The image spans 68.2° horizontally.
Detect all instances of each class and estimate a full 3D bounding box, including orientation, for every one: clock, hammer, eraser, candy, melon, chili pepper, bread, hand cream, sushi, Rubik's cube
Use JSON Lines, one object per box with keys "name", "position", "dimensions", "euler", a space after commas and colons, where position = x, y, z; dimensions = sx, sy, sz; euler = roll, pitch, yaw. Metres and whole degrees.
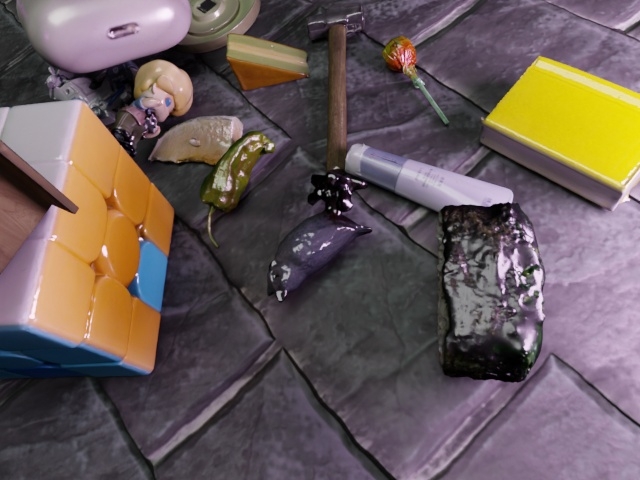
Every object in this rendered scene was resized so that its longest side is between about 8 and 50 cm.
{"name": "clock", "position": [-0.246, -0.505, 1.036], "dimensions": [0.234, 0.029, 0.235], "euler": [-6, 63, 11]}
{"name": "hammer", "position": [0.027, -0.277, 0.849], "dimensions": [0.111, 0.043, 0.366], "euler": [-4, 64, 11]}
{"name": "eraser", "position": [0.371, -0.161, 0.688], "dimensions": [0.226, 0.069, 0.158], "euler": [38, 76, 26]}
{"name": "candy", "position": [0.168, -0.273, 0.811], "dimensions": [0.060, 0.060, 0.201], "euler": [-26, 68, 0]}
{"name": "melon", "position": [-0.233, -0.182, 0.870], "dimensions": [0.182, 0.054, 0.098], "euler": [7, 81, 17]}
{"name": "chili pepper", "position": [-0.154, -0.099, 0.784], "dimensions": [0.073, 0.072, 0.204], "euler": [24, 71, 21]}
{"name": "bread", "position": [-0.097, -0.347, 0.889], "dimensions": [0.139, 0.084, 0.074], "euler": [-7, 61, 10]}
{"name": "hand cream", "position": [0.158, -0.087, 0.718], "dimensions": [0.255, 0.048, 0.080], "euler": [25, 77, 20]}
{"name": "sushi", "position": [0.207, 0.058, 0.587], "dimensions": [0.126, 0.124, 0.225], "euler": [1, 64, 14]}
{"name": "Rubik's cube", "position": [-0.402, 0.022, 0.648], "dimensions": [0.289, 0.292, 0.292], "euler": [-4, 65, 5]}

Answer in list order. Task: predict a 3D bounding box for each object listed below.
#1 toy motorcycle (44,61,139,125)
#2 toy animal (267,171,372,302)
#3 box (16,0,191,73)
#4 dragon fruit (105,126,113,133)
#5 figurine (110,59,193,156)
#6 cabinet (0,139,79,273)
{"name": "toy motorcycle", "position": [-0.455, -0.302, 0.953], "dimensions": [0.220, 0.102, 0.150], "euler": [-17, 82, 8]}
{"name": "toy animal", "position": [0.000, 0.004, 0.706], "dimensions": [0.117, 0.121, 0.210], "euler": [28, 89, -21]}
{"name": "box", "position": [-0.426, -0.446, 0.923], "dimensions": [0.288, 0.141, 0.349], "euler": [-27, 43, -18]}
{"name": "dragon fruit", "position": [-0.405, -0.156, 0.881], "dimensions": [0.094, 0.094, 0.191], "euler": [-28, 39, -1]}
{"name": "figurine", "position": [-0.305, -0.243, 0.857], "dimensions": [0.108, 0.114, 0.196], "euler": [11, 55, 8]}
{"name": "cabinet", "position": [-0.382, -0.024, 0.425], "dimensions": [0.215, 0.148, 0.175], "euler": [22, 70, 12]}
